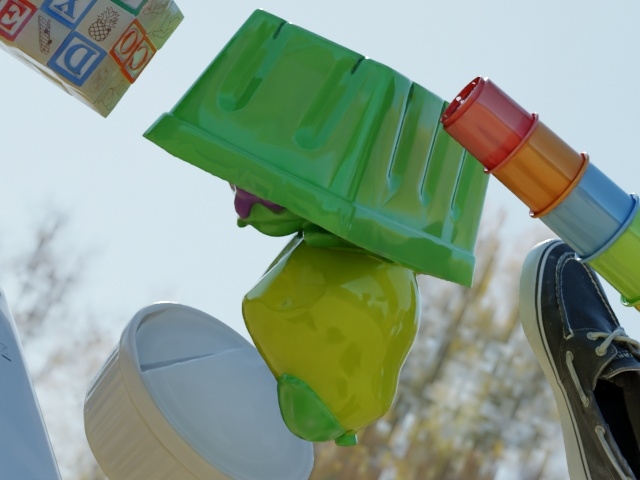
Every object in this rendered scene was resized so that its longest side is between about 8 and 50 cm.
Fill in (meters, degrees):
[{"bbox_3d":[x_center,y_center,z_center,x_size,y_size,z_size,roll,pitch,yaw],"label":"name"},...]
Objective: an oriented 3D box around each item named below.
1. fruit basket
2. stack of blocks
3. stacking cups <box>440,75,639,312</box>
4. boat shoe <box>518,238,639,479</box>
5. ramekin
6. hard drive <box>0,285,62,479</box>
[{"bbox_3d":[0.000,0.000,1.929,0.283,0.392,0.392,27,-14,27],"label":"fruit basket"},{"bbox_3d":[-0.278,-0.271,1.868,0.297,0.171,0.087,34,-8,19],"label":"stack of blocks"},{"bbox_3d":[0.251,-0.036,1.816,0.316,0.096,0.096,43,-20,-9],"label":"stacking cups"},{"bbox_3d":[0.287,0.132,1.977,0.108,0.301,0.102,0,-20,-30],"label":"boat shoe"},{"bbox_3d":[-0.148,0.211,2.203,0.273,0.273,0.127,33,-62,-26],"label":"ramekin"},{"bbox_3d":[-0.274,0.112,1.418,0.210,0.040,0.318,42,17,-46],"label":"hard drive"}]
